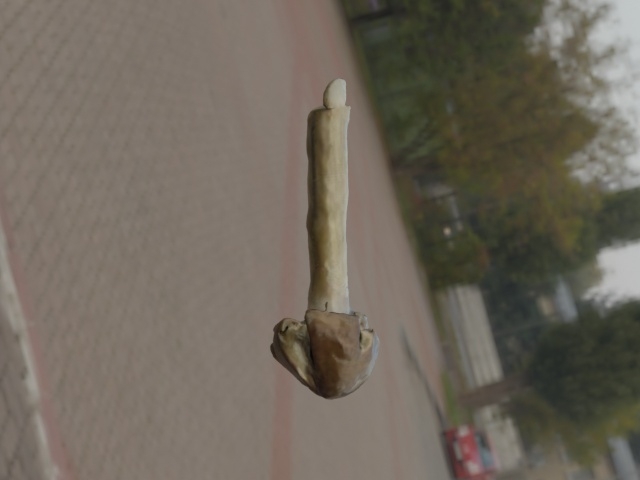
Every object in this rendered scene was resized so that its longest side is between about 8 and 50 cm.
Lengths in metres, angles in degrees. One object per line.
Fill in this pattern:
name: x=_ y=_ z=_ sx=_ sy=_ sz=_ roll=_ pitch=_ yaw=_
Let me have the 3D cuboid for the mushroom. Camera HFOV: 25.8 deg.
mushroom: x=0.000 y=0.000 z=0.818 sx=0.060 sy=0.061 sz=0.187 roll=177 pitch=-89 yaw=-74
